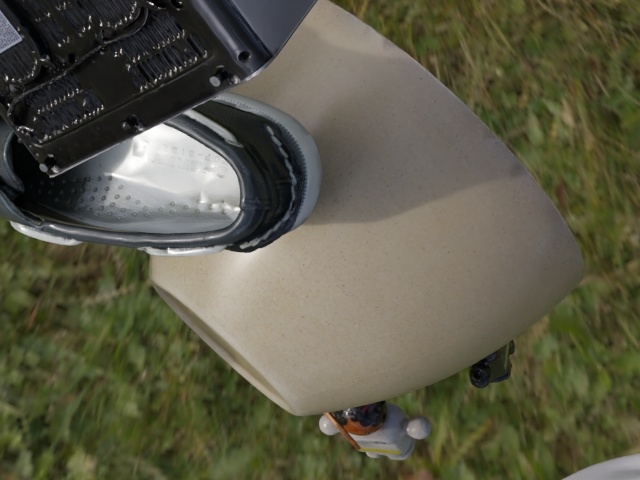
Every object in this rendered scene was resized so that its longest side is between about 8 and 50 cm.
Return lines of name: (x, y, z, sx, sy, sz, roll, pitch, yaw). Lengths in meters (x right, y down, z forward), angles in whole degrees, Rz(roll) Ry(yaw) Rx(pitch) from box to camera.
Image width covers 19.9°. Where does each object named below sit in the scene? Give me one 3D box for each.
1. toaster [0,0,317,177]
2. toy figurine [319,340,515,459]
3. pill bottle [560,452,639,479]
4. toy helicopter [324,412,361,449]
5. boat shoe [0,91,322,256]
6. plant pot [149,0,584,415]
toaster: (-0.105, -0.139, 0.800, 0.168, 0.110, 0.185, -22, 112, 45)
toy figurine: (0.058, 0.083, 1.707, 0.209, 0.148, 0.213, -38, 63, -2)
pill bottle: (0.235, 0.323, 1.091, 0.204, 0.204, 0.361, -11, 110, 4)
toy helicopter: (0.002, 0.037, 1.568, 0.235, 0.355, 0.140, -56, 132, -17)
boat shoe: (-0.152, -0.058, 1.032, 0.302, 0.091, 0.114, 6, 102, 20)
plant pot: (0.000, 0.000, 1.179, 0.284, 0.284, 0.191, 45, 81, -11)
